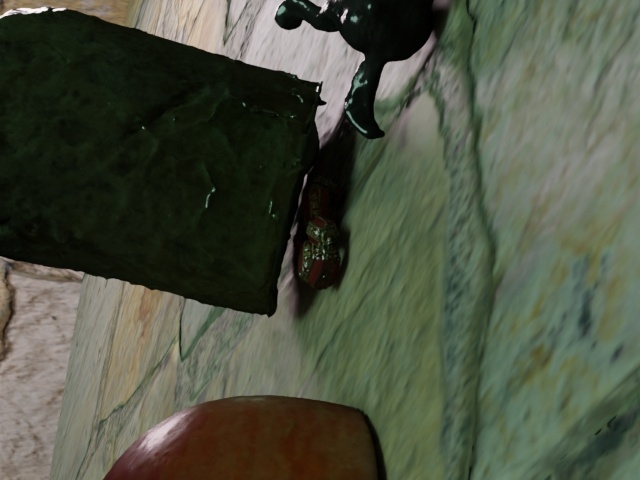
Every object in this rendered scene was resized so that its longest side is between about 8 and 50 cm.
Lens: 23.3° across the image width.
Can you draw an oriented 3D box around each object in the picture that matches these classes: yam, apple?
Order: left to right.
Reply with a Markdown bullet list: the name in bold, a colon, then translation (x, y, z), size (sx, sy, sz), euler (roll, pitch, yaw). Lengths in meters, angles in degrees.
- **yam**: translation (-0.149, -0.065, 1.181), size (0.195, 0.300, 0.195), euler (-166, 90, -82)
- **apple**: translation (-0.084, 0.232, 0.968), size (0.251, 0.163, 0.292), euler (-99, 24, -60)

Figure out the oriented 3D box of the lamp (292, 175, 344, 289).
- **lamp**: translation (0.000, 0.000, 1.124), size (0.083, 0.031, 0.063), euler (-100, 22, -58)

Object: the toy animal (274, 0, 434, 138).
- **toy animal**: translation (0.044, -0.190, 1.011), size (0.148, 0.085, 0.232), euler (-113, 41, -66)
